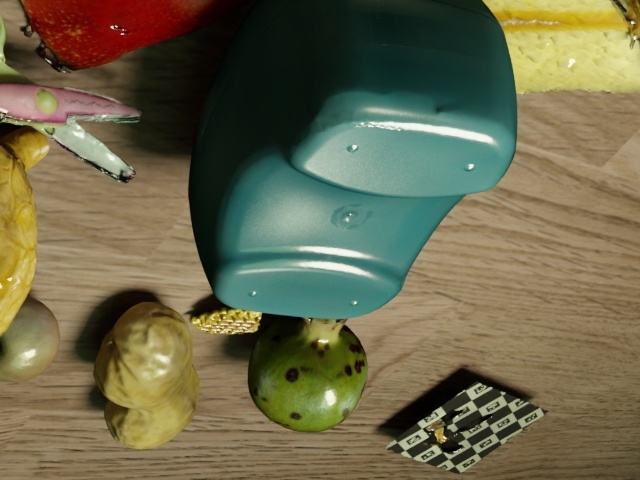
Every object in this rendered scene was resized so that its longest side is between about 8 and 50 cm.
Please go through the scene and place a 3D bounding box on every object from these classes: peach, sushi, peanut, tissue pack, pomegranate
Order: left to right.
[{"bbox_3d":[-0.281,0.091,0.931,0.083,0.083,0.083,-19,146,-13],"label":"peach"},{"bbox_3d":[-0.181,0.149,1.068,0.103,0.098,0.229,16,142,9],"label":"peanut"},{"bbox_3d":[-0.108,-0.199,0.677,0.189,0.068,0.279,9,132,-40],"label":"peach"},{"bbox_3d":[-0.016,0.128,1.135,0.148,0.148,0.169,-8,111,-27],"label":"pomegranate"},{"bbox_3d":[0.011,-0.086,0.784,0.198,0.206,0.287,5,144,-22],"label":"tissue pack"},{"bbox_3d":[0.220,0.282,1.580,0.192,0.043,0.279,-40,145,17],"label":"sushi"}]

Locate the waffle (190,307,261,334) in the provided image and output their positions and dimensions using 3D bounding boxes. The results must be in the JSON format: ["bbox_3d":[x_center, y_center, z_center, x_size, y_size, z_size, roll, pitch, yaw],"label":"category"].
[{"bbox_3d":[-0.098,0.089,1.095,0.078,0.016,0.085,-5,160,6],"label":"waffle"}]

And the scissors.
[{"bbox_3d":[-0.198,-0.093,0.703,0.020,0.134,0.187,-12,159,37],"label":"scissors"}]

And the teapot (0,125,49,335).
[{"bbox_3d":[-0.321,0.004,0.712,0.311,0.203,0.167,-37,-163,-26],"label":"teapot"}]

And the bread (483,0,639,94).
[{"bbox_3d":[0.192,-0.216,0.841,0.266,0.178,0.142,30,85,-55],"label":"bread"}]
